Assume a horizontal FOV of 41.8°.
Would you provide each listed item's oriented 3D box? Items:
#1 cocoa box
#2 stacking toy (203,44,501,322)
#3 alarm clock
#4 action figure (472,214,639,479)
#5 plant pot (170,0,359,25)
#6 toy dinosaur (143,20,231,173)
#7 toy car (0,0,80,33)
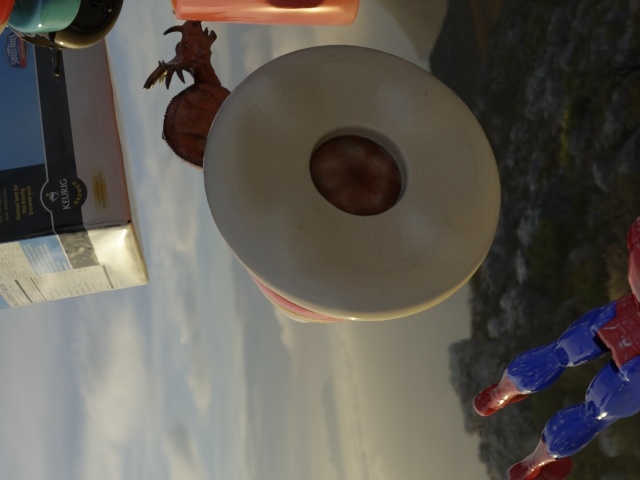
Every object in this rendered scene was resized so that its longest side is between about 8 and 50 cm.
[{"bbox_3d":[-0.395,-0.110,1.216,0.231,0.228,0.347,100,159,-65],"label":"cocoa box"},{"bbox_3d":[0.000,0.000,1.141,0.480,0.351,0.350,119,146,-64],"label":"stacking toy"},{"bbox_3d":[-0.236,-0.265,0.798,0.129,0.064,0.192,49,-126,-56],"label":"alarm clock"},{"bbox_3d":[0.197,0.047,0.467,0.280,0.139,0.091,107,142,-59],"label":"action figure"},{"bbox_3d":[-0.093,-0.411,1.121,0.275,0.243,0.274,170,90,-85],"label":"plant pot"},{"bbox_3d":[-0.210,-0.208,1.382,0.200,0.127,0.295,36,-140,-32],"label":"toy dinosaur"},{"bbox_3d":[-0.278,-0.269,0.555,0.210,0.219,0.238,43,127,18],"label":"toy car"}]
